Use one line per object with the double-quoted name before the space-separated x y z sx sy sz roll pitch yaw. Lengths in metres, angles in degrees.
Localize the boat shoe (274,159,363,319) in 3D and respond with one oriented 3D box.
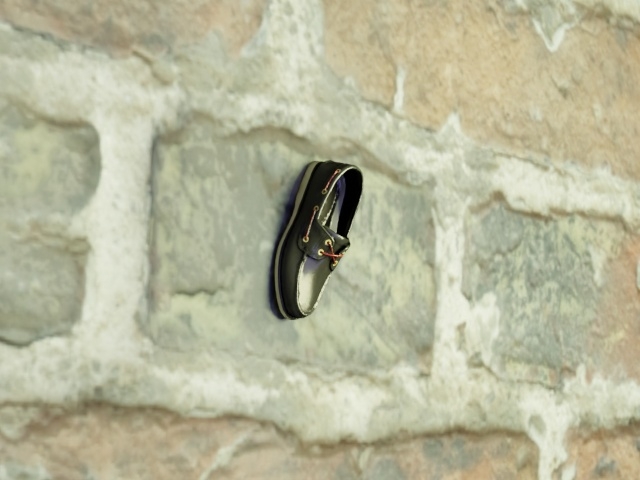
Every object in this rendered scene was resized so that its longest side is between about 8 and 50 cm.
"boat shoe" -0.001 -0.001 1.450 0.049 0.042 0.133 33 68 -47
